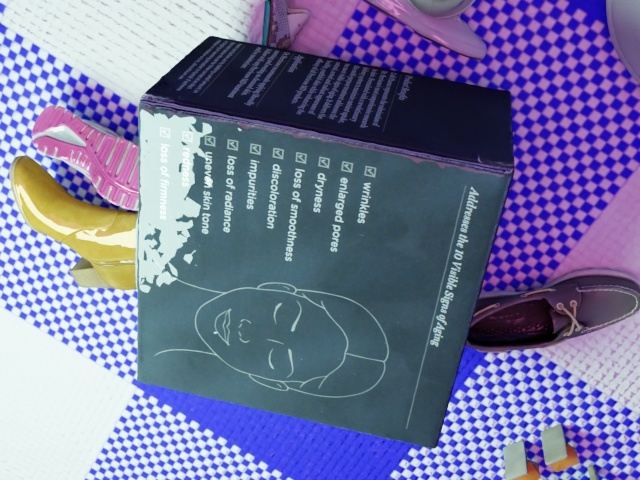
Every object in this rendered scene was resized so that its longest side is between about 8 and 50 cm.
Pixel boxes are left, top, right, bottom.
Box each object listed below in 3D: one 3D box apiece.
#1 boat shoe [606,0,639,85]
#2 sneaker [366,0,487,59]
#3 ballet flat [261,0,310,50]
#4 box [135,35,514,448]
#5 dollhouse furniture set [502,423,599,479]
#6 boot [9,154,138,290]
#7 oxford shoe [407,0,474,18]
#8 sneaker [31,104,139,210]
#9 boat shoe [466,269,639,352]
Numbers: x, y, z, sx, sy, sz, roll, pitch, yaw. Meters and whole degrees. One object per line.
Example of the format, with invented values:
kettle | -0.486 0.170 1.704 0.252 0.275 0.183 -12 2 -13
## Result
boat shoe | 0.505 -0.260 1.158 0.114 0.091 0.303 0 122 58
sneaker | 0.165 -0.347 1.196 0.212 0.080 0.094 31 102 -2
ballet flat | -0.056 -0.370 1.231 0.079 0.077 0.222 -5 111 -9
box | 0.000 0.000 1.211 0.471 0.297 0.480 13 122 6
dollhouse furniture set | 0.398 0.505 1.454 0.259 0.135 0.262 -29 104 19
boot | -0.370 -0.035 1.383 0.211 0.104 0.295 -8 127 21
oxford shoe | 0.204 -0.520 1.066 0.169 0.130 0.450 14 101 6
sneaker | -0.344 -0.134 1.342 0.252 0.111 0.103 35 96 11
boat shoe | 0.375 0.123 1.330 0.304 0.091 0.109 -11 109 14
